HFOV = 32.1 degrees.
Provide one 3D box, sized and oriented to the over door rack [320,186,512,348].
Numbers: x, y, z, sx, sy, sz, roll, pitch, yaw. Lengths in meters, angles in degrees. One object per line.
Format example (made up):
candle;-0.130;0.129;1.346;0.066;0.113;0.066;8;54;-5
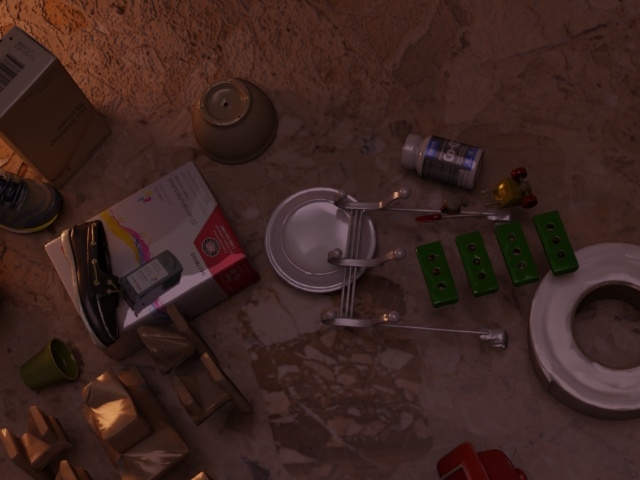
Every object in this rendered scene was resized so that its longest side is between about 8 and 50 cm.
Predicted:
over door rack;0.174;0.040;1.894;0.324;0.108;0.240;7;73;-1

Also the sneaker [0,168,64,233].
sneaker;-0.622;-0.094;2.065;0.299;0.121;0.111;12;74;11

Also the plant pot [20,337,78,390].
plant pot;-0.485;0.227;1.967;0.079;0.083;0.083;-29;70;10

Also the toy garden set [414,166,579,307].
toy garden set;0.277;-0.004;1.848;0.244;0.049;0.204;-14;63;-2

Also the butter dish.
butter dish;0.277;0.397;1.777;0.118;0.160;0.160;-14;69;-22

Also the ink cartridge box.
ink cartridge box;-0.295;0.037;1.972;0.306;0.131;0.226;-30;70;-4

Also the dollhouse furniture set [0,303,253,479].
dollhouse furniture set;-0.258;0.387;1.841;0.362;0.256;0.394;-37;50;-6

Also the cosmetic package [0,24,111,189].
cosmetic package;-0.507;-0.231;1.997;0.113;0.309;0.160;37;81;18

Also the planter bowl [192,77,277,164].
planter bowl;-0.166;-0.236;2.058;0.162;0.109;0.162;-2;71;6

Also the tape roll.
tape roll;0.485;0.152;1.841;0.286;0.100;0.286;-2;72;7

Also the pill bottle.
pill bottle;0.218;-0.144;1.989;0.137;0.078;0.078;16;74;13

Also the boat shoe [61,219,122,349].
boat shoe;-0.372;0.070;1.860;0.068;0.081;0.228;-23;68;6

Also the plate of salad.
plate of salad;0.000;0.000;1.984;0.199;0.048;0.200;-1;71;2
